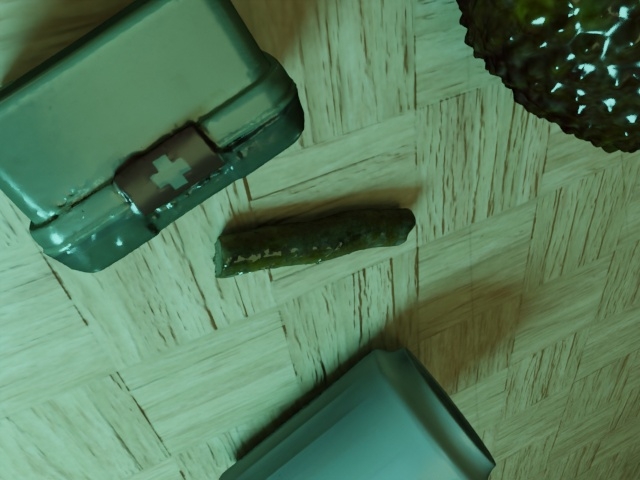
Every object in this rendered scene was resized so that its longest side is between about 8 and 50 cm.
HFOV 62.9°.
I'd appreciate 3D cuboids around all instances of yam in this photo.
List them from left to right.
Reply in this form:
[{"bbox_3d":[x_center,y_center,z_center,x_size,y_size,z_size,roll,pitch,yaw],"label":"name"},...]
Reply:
[{"bbox_3d":[0.000,0.000,0.579,0.241,0.057,0.057,-11,128,-23],"label":"yam"}]

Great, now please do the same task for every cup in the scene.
[{"bbox_3d":[0.062,0.334,0.768,0.327,0.237,0.323,-40,162,3],"label":"cup"}]

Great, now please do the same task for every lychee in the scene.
[{"bbox_3d":[0.255,-0.208,0.416,0.275,0.276,0.304,-15,158,-19],"label":"lychee"}]

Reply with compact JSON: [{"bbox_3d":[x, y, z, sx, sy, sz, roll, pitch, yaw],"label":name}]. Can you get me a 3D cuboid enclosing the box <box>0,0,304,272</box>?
[{"bbox_3d":[-0.130,-0.091,0.381,0.210,0.148,0.129,-35,122,-2],"label":"box"}]
